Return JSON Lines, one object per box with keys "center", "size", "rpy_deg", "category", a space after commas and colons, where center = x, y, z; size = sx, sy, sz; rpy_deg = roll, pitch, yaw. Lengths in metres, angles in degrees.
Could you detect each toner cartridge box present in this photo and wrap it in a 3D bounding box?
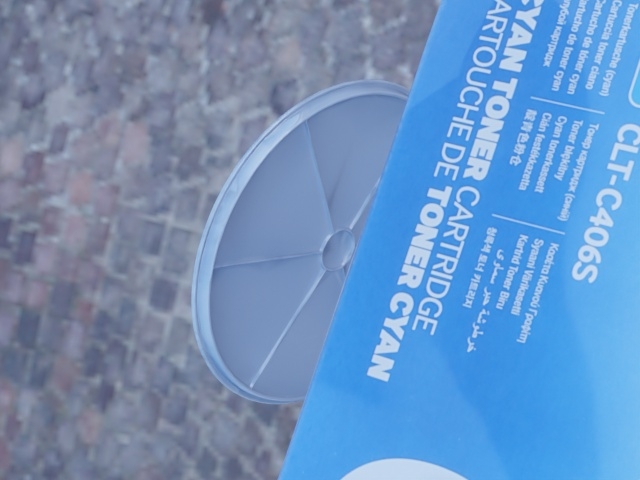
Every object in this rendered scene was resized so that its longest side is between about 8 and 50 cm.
{"center": [0.061, 0.113, 0.378], "size": [0.165, 0.075, 0.347], "rpy_deg": [16, 85, 30], "category": "toner cartridge box"}

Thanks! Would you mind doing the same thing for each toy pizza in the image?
{"center": [0.000, 0.000, 0.992], "size": [0.032, 0.201, 0.201], "rpy_deg": [29, 100, 40], "category": "toy pizza"}
